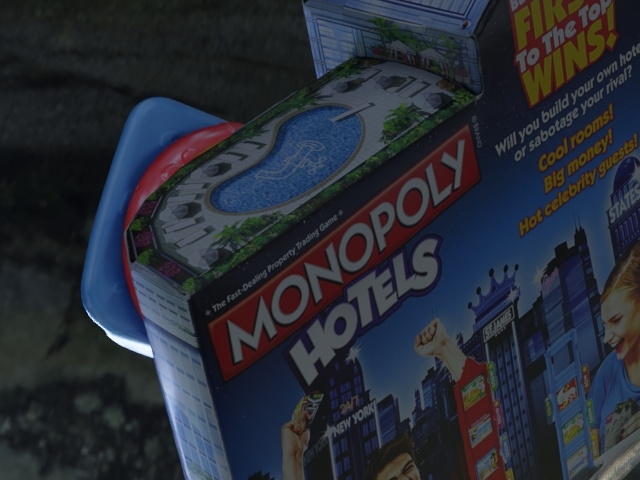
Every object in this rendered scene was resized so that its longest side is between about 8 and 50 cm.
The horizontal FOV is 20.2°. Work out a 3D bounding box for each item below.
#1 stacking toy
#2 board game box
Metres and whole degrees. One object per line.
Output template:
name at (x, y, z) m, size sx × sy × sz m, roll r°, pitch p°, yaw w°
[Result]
stacking toy at (0.000, 0.000, 1.073) m, size 0.175 × 0.302 × 0.165 m, roll 20°, pitch -103°, yaw -30°
board game box at (0.028, -0.004, 0.461) m, size 0.060 × 0.194 × 0.194 m, roll 20°, pitch -47°, yaw 41°
